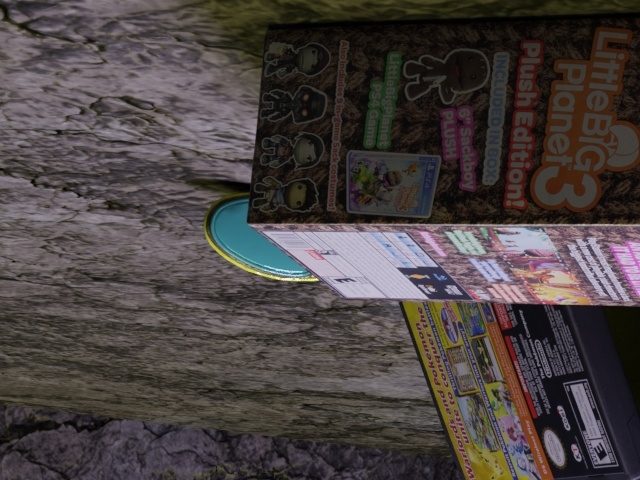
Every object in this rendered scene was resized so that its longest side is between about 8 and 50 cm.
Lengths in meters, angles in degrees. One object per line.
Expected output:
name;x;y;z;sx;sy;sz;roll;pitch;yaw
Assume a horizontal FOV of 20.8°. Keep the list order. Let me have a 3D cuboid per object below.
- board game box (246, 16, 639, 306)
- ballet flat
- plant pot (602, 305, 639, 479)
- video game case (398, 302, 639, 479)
board game box;0.126;-0.047;1.205;0.291;0.141;0.232;1;166;17
ballet flat;0.000;0.000;1.609;0.231;0.077;0.077;6;-177;-14
plant pot;0.350;0.076;1.456;0.254;0.276;0.276;0;170;-27
video game case;0.153;0.074;1.456;0.035;0.275;0.248;-19;179;-29
